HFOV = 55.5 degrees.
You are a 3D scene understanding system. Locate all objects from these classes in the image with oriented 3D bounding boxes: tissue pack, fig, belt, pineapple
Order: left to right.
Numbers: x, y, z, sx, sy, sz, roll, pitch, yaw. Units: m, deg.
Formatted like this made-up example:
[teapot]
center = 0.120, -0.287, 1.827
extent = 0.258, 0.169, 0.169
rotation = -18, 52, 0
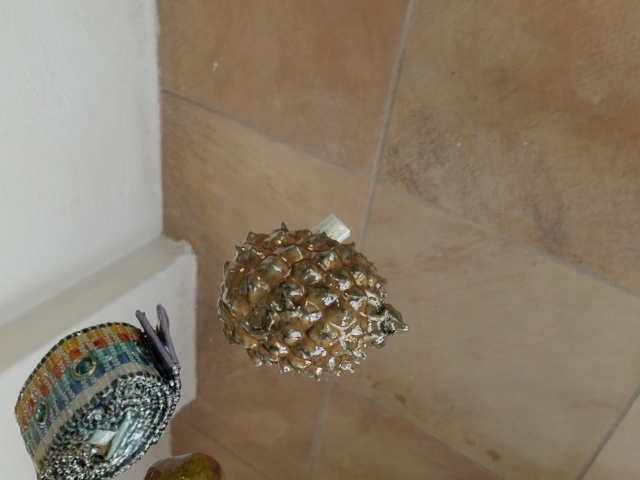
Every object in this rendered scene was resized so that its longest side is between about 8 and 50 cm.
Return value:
[belt]
center = -0.351, 0.244, 0.955
extent = 0.160, 0.207, 0.295
rotation = 49, 123, 34
[fig]
center = -0.314, 0.576, 1.261
extent = 0.191, 0.290, 0.190
rotation = 8, 119, 15
[pineapple]
center = -0.004, 0.066, 0.622
extent = 0.193, 0.166, 0.166
rotation = 11, 124, 12
[tissue pack]
center = 0.000, 0.000, 1.179
extent = 0.056, 0.108, 0.023
rotation = 45, 168, 25
